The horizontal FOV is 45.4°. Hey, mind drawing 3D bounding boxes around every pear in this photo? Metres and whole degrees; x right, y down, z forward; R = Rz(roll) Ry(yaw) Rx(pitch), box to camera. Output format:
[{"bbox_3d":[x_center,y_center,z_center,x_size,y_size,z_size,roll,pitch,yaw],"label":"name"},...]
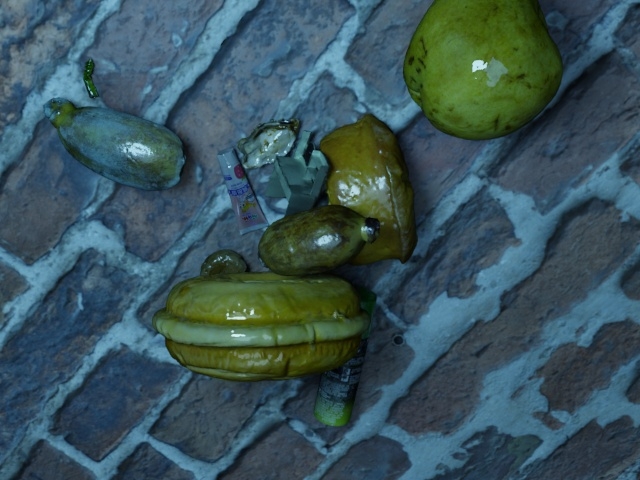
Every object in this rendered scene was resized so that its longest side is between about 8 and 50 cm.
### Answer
[{"bbox_3d":[0.307,-0.336,1.469,0.304,0.304,0.304,0,110,1],"label":"pear"}]

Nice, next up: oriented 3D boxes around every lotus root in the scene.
[{"bbox_3d":[-0.435,-0.198,1.592,0.322,0.158,0.140,19,84,0],"label":"lotus root"},{"bbox_3d":[0.000,0.000,1.492,0.260,0.145,0.128,-15,106,23],"label":"lotus root"}]

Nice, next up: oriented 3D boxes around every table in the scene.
[{"bbox_3d":[-0.053,-0.124,1.595,0.062,0.146,0.175,5,124,-23],"label":"table"}]

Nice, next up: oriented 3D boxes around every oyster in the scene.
[{"bbox_3d":[-0.109,-0.216,1.634,0.148,0.051,0.103,-21,134,2],"label":"oyster"}]

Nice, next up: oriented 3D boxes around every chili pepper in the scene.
[{"bbox_3d":[-0.487,-0.342,1.615,0.027,0.022,0.083,11,114,33],"label":"chili pepper"}]

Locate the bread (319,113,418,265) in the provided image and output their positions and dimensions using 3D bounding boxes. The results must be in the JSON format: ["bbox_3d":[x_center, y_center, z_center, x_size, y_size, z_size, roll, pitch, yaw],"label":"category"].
[{"bbox_3d":[0.101,-0.084,1.611,0.194,0.179,0.340,-9,109,5],"label":"bread"}]

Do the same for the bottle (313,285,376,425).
[{"bbox_3d":[0.057,0.270,1.783,0.093,0.093,0.330,10,110,-3],"label":"bottle"}]

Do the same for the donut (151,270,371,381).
[{"bbox_3d":[-0.119,0.165,1.568,0.448,0.449,0.198,1,94,1],"label":"donut"}]

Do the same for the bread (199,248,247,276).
[{"bbox_3d":[-0.226,0.064,1.732,0.113,0.060,0.082,-38,105,11],"label":"bread"}]

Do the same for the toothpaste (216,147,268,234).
[{"bbox_3d":[-0.177,-0.107,1.684,0.067,0.043,0.194,-18,114,4],"label":"toothpaste"}]
